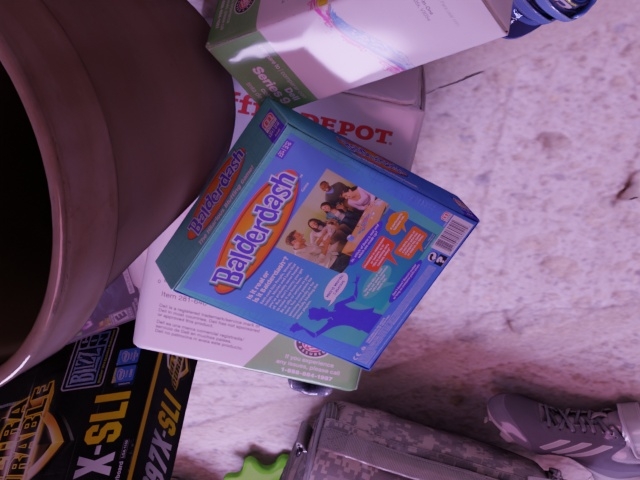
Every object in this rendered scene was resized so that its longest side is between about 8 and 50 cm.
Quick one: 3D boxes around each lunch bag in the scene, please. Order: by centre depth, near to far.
[{"bbox_3d":[0.101,0.303,1.713,0.305,0.212,0.256,18,147,-1],"label":"lunch bag"}]

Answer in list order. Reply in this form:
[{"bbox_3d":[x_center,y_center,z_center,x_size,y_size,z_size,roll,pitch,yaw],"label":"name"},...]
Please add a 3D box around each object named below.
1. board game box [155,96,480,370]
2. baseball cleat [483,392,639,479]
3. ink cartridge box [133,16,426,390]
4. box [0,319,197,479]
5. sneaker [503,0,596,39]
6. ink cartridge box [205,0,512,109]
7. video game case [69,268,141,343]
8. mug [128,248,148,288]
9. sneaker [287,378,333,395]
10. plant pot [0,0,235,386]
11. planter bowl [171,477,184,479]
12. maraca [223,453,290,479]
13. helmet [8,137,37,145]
[{"bbox_3d":[0.000,0.000,1.242,0.210,0.047,0.160,26,107,-37],"label":"board game box"},{"bbox_3d":[0.278,0.193,1.676,0.206,0.072,0.109,26,125,-24],"label":"baseball cleat"},{"bbox_3d":[-0.036,-0.031,1.356,0.201,0.117,0.278,12,117,-1],"label":"ink cartridge box"},{"bbox_3d":[-0.277,0.233,1.642,0.257,0.322,0.079,-9,138,24],"label":"box"},{"bbox_3d":[0.179,-0.195,1.226,0.053,0.059,0.144,27,139,-22],"label":"sneaker"},{"bbox_3d":[0.036,-0.200,1.178,0.212,0.154,0.093,-18,133,31],"label":"ink cartridge box"},{"bbox_3d":[-0.270,0.040,1.580,0.173,0.022,0.190,-20,140,-9],"label":"video game case"},{"bbox_3d":[-0.162,0.000,1.556,0.062,0.078,0.064,22,144,42],"label":"mug"},{"bbox_3d":[0.007,0.055,1.515,0.104,0.125,0.262,6,141,6],"label":"sneaker"},{"bbox_3d":[-0.219,-0.079,1.166,0.323,0.280,0.323,12,113,31],"label":"plant pot"},{"bbox_3d":[-0.192,0.359,1.941,0.162,0.109,0.162,6,140,5],"label":"planter bowl"},{"bbox_3d":[-0.058,0.335,1.894,0.127,0.099,0.185,-5,117,-4],"label":"maraca"},{"bbox_3d":[-0.316,-0.117,1.357,0.162,0.169,0.169,6,144,-22],"label":"helmet"}]
